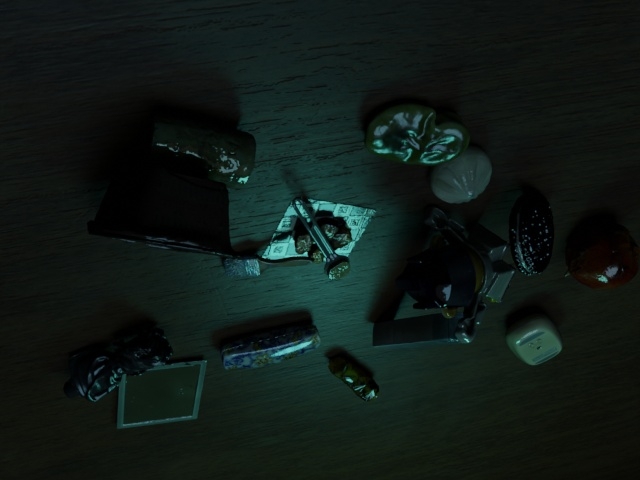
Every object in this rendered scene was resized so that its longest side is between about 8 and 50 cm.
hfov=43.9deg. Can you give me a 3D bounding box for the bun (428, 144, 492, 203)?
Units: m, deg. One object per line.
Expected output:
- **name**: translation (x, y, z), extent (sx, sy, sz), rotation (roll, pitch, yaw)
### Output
- **bun**: translation (0.302, -0.126, 1.666), extent (0.138, 0.094, 0.138), rotation (-13, 137, -12)

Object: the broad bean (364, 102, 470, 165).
- **broad bean**: translation (0.184, -0.205, 1.554), extent (0.206, 0.072, 0.153), rotation (2, 135, -8)

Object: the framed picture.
- **framed picture**: translation (-0.407, 0.390, 2.016), extent (0.216, 0.016, 0.273), rotation (-2, 137, -20)

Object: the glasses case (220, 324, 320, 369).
- **glasses case**: translation (-0.122, 0.264, 1.954), extent (0.247, 0.065, 0.087), rotation (-12, 139, -12)

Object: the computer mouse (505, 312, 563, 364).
- **computer mouse**: translation (0.611, 0.278, 2.276), extent (0.145, 0.082, 0.236), rotation (-33, 141, 14)

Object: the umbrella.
- **umbrella**: translation (-0.470, 0.284, 1.804), extent (0.272, 0.110, 0.122), rotation (-26, 141, 14)

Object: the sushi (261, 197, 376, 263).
- **sushi**: translation (0.003, -0.002, 1.720), extent (0.210, 0.040, 0.193), rotation (5, 134, -28)

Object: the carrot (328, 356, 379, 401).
- **carrot**: translation (0.095, 0.382, 2.189), extent (0.069, 0.069, 0.229), rotation (-30, 139, 12)

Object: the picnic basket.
- **picnic basket**: translation (-0.267, -0.050, 1.376), extent (0.222, 0.296, 0.129), rotation (13, 86, -30)

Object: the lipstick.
- **lipstick**: translation (0.239, 0.224, 1.936), extent (0.066, 0.068, 0.317), rotation (11, 165, -28)

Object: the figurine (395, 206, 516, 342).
- **figurine**: translation (0.301, 0.068, 1.762), extent (0.308, 0.309, 0.143), rotation (11, 144, -33)

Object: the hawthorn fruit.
- **hawthorn fruit**: translation (0.700, 0.036, 1.980), extent (0.173, 0.179, 0.174), rotation (-11, 106, -40)

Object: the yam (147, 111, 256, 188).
- **yam**: translation (-0.217, -0.159, 1.394), extent (0.194, 0.107, 0.107), rotation (10, 132, -32)

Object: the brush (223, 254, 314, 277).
- **brush**: translation (-0.111, 0.049, 1.717), extent (0.196, 0.021, 0.070), rotation (-6, 138, -1)

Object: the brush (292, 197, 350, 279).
- **brush**: translation (0.000, 0.000, 1.672), extent (0.062, 0.027, 0.266), rotation (-32, 137, 1)

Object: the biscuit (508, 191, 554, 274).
- **biscuit**: translation (0.484, -0.016, 1.814), extent (0.053, 0.195, 0.194), rotation (-1, 154, 36)
